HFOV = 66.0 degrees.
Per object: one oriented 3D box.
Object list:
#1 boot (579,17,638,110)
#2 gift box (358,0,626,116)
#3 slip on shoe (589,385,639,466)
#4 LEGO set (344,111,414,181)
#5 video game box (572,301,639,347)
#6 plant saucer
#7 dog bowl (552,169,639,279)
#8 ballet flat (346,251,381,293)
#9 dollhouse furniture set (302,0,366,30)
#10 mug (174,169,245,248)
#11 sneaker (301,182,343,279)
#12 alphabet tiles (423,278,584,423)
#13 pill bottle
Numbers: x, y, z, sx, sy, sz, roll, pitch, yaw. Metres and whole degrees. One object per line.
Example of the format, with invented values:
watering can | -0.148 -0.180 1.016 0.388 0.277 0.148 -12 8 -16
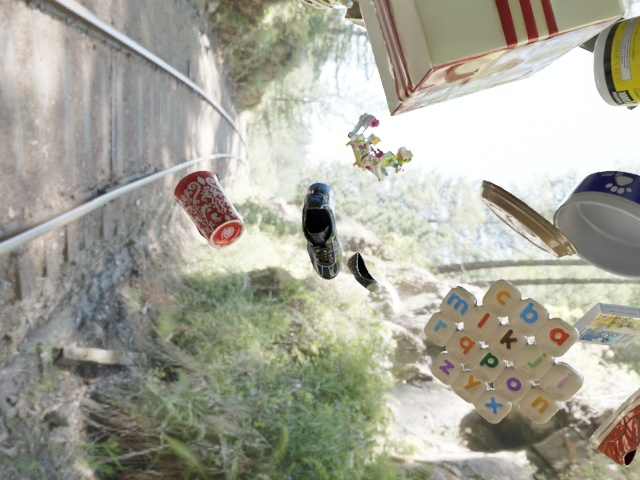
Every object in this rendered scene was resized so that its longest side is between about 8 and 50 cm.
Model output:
boot | 0.752 -0.454 1.245 0.189 0.209 0.076 -68 171 28
gift box | 0.190 -0.331 0.613 0.255 0.276 0.258 179 -107 -82
slip on shoe | 0.740 0.399 1.119 0.101 0.123 0.331 46 -42 37
LEGO set | 0.168 -0.211 1.286 0.132 0.287 0.107 -52 -124 12
video game box | 0.920 0.270 1.558 0.205 0.187 0.048 96 -2 -54
plant saucer | 0.487 -0.046 1.186 0.041 0.278 0.278 -50 -164 8
dog bowl | 0.691 -0.034 1.139 0.104 0.265 0.265 -49 179 -14
ballet flat | 0.119 0.088 1.352 0.049 0.057 0.173 -60 -146 17
dollhouse furniture set | 0.064 -0.485 0.924 0.129 0.184 0.129 35 -72 50
mug | -0.255 -0.062 1.182 0.169 0.113 0.150 50 -11 28
sneaker | 0.000 0.000 1.027 0.090 0.081 0.232 -76 160 -56
alphabet tiles | 0.344 0.219 0.958 0.021 0.284 0.278 -24 145 -50
pill bottle | 0.757 -0.385 0.992 0.334 0.188 0.187 7 -86 55
